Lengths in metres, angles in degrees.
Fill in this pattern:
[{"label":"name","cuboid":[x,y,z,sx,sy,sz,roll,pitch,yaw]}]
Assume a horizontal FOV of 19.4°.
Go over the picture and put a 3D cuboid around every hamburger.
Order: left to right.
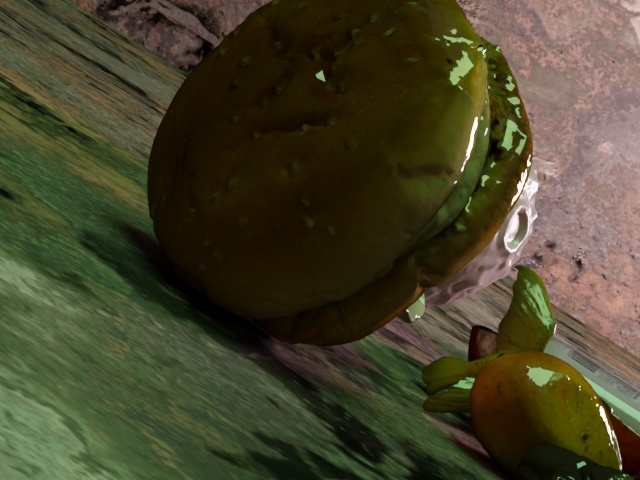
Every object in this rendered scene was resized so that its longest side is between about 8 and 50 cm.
[{"label":"hamburger","cuboid":[0.004,-0.068,1.463,0.170,0.314,0.290,45,11,-40]}]

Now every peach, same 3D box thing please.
[{"label":"peach","cuboid":[0.238,0.178,1.756,0.279,0.068,0.189,36,-2,41]}]

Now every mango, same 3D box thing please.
[{"label":"mango","cuboid":[0.191,0.154,1.540,0.165,0.089,0.115,31,46,-32]}]

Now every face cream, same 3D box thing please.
[{"label":"face cream","cuboid":[0.354,0.211,2.054,0.291,0.071,0.144,33,7,12]}]

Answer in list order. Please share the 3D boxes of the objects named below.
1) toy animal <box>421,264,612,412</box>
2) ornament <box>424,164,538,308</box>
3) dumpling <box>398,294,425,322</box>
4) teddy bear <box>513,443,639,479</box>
[{"label":"toy animal","cuboid":[0.177,0.125,1.659,0.155,0.095,0.219,33,44,-4]},{"label":"ornament","cuboid":[0.093,-0.054,1.930,0.259,0.259,0.225,-113,-172,-79]},{"label":"dumpling","cuboid":[0.000,0.000,1.635,0.162,0.132,0.250,22,12,-44]},{"label":"teddy bear","cuboid":[0.219,0.201,1.410,0.160,0.078,0.119,37,11,29]}]
